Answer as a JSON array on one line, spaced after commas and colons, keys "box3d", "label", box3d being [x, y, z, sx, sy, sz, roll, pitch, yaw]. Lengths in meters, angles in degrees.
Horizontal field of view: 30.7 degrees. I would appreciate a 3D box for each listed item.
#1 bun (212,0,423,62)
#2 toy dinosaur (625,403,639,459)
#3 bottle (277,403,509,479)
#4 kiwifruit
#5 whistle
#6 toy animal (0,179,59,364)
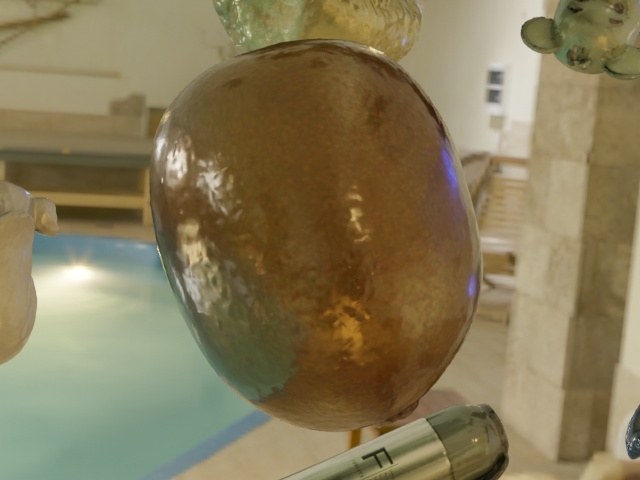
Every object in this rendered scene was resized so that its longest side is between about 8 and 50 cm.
[{"box3d": [-0.022, -0.214, 0.994, 0.220, 0.134, 0.220, 36, 24, -19], "label": "bun"}, {"box3d": [0.356, 0.076, 1.152, 0.075, 0.188, 0.248, 29, 37, -22], "label": "toy dinosaur"}, {"box3d": [0.070, 0.245, 1.178, 0.253, 0.096, 0.079, -22, -15, -11], "label": "bottle"}, {"box3d": [0.000, 0.000, 0.692, 0.196, 0.234, 0.196, -21, 1, 0], "label": "kiwifruit"}, {"box3d": [0.264, -0.232, 1.039, 0.114, 0.077, 0.236, 21, 55, 15], "label": "whistle"}, {"box3d": [-0.496, 0.059, 1.731, 0.206, 0.265, 0.271, 5, -17, -22], "label": "toy animal"}]
